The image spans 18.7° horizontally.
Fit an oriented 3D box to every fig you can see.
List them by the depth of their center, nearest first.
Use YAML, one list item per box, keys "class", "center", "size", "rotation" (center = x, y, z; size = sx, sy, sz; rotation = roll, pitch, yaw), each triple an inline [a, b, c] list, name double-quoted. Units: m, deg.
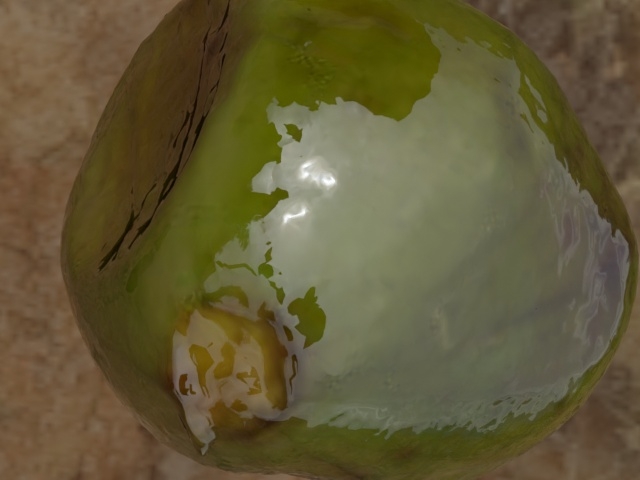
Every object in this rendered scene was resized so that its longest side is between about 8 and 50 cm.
- class: "fig"
  center: [0.000, 0.000, 0.506]
  size: [0.154, 0.144, 0.165]
  rotation: [55, 18, 3]
